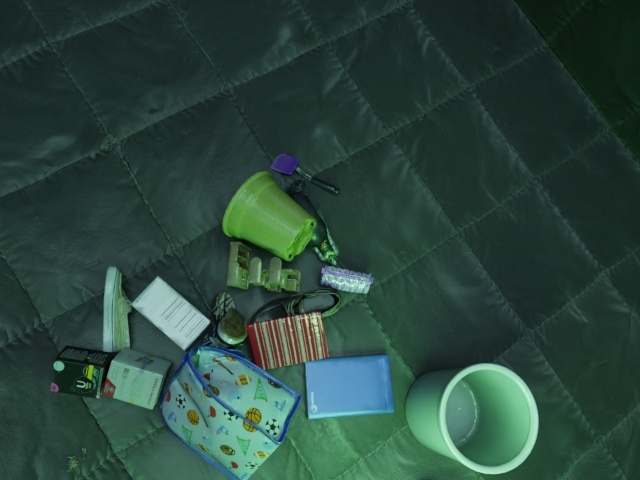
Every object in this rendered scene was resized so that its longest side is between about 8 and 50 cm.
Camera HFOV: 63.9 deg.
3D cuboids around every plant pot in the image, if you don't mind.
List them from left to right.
[{"bbox_3d":[-0.164,-0.066,1.842,0.253,0.276,0.276,34,72,14],"label":"plant pot"}]

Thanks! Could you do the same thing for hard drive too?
[{"bbox_3d":[0.104,0.536,1.891,0.318,0.040,0.210,-1,76,-10],"label":"hard drive"}]

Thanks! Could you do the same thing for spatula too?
[{"bbox_3d":[-0.053,-0.264,2.083,0.296,0.030,0.084,27,70,-2],"label":"spatula"}]

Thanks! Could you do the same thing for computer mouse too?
[{"bbox_3d":[-0.082,-0.093,1.965,0.188,0.072,0.272,-37,74,3],"label":"computer mouse"}]

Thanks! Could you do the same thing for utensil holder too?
[{"bbox_3d":[0.492,0.591,1.765,0.327,0.385,0.328,2,76,-10],"label":"utensil holder"}]

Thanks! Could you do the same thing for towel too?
[{"bbox_3d":[-0.119,0.357,1.833,0.274,0.031,0.199,-10,112,-2],"label":"towel"}]

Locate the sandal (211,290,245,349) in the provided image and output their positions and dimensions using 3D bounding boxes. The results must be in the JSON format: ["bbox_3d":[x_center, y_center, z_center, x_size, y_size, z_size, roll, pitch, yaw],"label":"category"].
[{"bbox_3d":[-0.335,0.292,1.876,0.089,0.060,0.220,-23,95,-9],"label":"sandal"}]

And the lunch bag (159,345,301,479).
[{"bbox_3d":[-0.308,0.536,1.654,0.385,0.328,0.239,32,34,-1],"label":"lunch bag"}]

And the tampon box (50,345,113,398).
[{"bbox_3d":[-0.792,0.437,1.708,0.160,0.101,0.121,11,105,-7],"label":"tampon box"}]

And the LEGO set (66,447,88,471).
[{"bbox_3d":[-0.806,0.727,1.696,0.083,0.023,0.054,-31,84,-29],"label":"LEGO set"}]

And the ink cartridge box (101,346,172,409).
[{"bbox_3d":[-0.611,0.461,1.724,0.176,0.127,0.128,20,97,-4],"label":"ink cartridge box"}]

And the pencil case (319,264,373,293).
[{"bbox_3d":[0.097,0.150,1.969,0.206,0.088,0.087,9,72,-6],"label":"pencil case"}]

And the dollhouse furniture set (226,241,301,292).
[{"bbox_3d":[-0.206,0.093,1.872,0.241,0.212,0.161,-1,75,18],"label":"dollhouse furniture set"}]

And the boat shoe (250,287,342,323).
[{"bbox_3d":[-0.087,0.249,1.888,0.355,0.130,0.132,-19,79,-14],"label":"boat shoe"}]

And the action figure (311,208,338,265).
[{"bbox_3d":[0.000,0.000,2.004,0.137,0.063,0.232,-32,78,-4],"label":"action figure"}]

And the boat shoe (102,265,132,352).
[{"bbox_3d":[-0.713,0.242,1.807,0.094,0.109,0.303,1,85,-23],"label":"boat shoe"}]

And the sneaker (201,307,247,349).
[{"bbox_3d":[-0.327,0.328,1.710,0.099,0.282,0.153,40,92,-6],"label":"sneaker"}]

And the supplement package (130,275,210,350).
[{"bbox_3d":[-0.518,0.262,1.806,0.244,0.139,0.134,40,73,1],"label":"supplement package"}]
